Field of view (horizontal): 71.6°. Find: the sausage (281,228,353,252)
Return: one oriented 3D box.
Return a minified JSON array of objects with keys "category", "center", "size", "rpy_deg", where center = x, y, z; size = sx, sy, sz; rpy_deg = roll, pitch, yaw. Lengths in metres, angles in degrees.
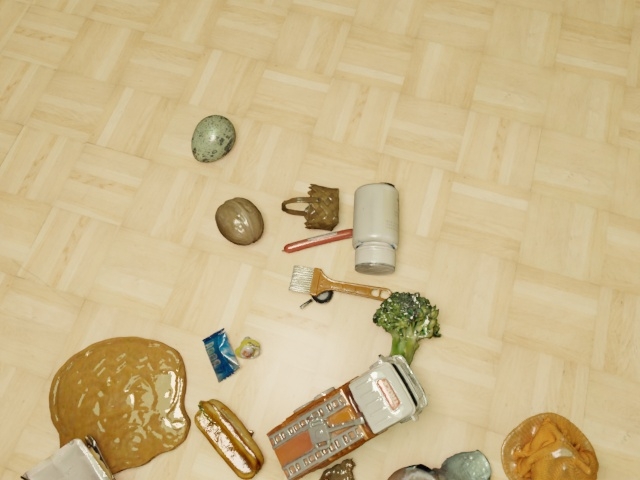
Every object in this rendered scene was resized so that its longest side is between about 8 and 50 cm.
[{"category":"sausage","center":[0.000,0.000,1.400],"size":[0.253,0.034,0.034],"rpy_deg":[-13,72,-2]}]

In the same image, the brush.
[{"category":"brush","center":[0.065,0.140,1.340],"size":[0.314,0.017,0.090],"rpy_deg":[11,70,2]}]

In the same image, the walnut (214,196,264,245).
[{"category":"walnut","center":[-0.249,-0.058,1.375],"size":[0.140,0.140,0.162],"rpy_deg":[-33,85,-8]}]

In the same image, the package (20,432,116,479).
[{"category":"package","center":[-0.582,0.669,1.125],"size":[0.311,0.221,0.165],"rpy_deg":[47,49,9]}]

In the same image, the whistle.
[{"category":"whistle","center":[0.293,0.651,1.135],"size":[0.348,0.189,0.189],"rpy_deg":[-15,71,-26]}]

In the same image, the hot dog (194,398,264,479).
[{"category":"hot dog","center":[-0.250,0.533,1.218],"size":[0.250,0.076,0.104],"rpy_deg":[42,97,17]}]

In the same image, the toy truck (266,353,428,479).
[{"category":"toy truck","center":[0.066,0.446,1.119],"size":[0.387,0.207,0.173],"rpy_deg":[-35,70,12]}]

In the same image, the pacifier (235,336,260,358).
[{"category":"pacifier","center":[-0.210,0.310,1.300],"size":[0.068,0.083,0.064],"rpy_deg":[25,28,-23]}]

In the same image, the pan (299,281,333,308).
[{"category":"pan","center":[-0.015,0.173,1.347],"size":[0.115,0.023,0.068],"rpy_deg":[-32,75,-12]}]

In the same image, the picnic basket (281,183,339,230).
[{"category":"picnic basket","center":[-0.033,-0.106,1.384],"size":[0.178,0.128,0.138],"rpy_deg":[4,70,-7]}]

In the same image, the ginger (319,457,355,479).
[{"category":"ginger","center":[0.094,0.723,1.139],"size":[0.122,0.084,0.290],"rpy_deg":[-21,65,-2]}]

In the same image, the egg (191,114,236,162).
[{"category":"egg","center":[-0.357,-0.334,1.469],"size":[0.132,0.132,0.172],"rpy_deg":[36,88,12]}]

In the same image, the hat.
[{"category":"hat","center":[0.614,0.555,1.095],"size":[0.244,0.233,0.233],"rpy_deg":[29,76,12]}]

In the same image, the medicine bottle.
[{"category":"medicine bottle","center":[0.168,-0.032,1.347],"size":[0.143,0.143,0.258],"rpy_deg":[3,71,3]}]

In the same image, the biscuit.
[{"category":"biscuit","center":[-0.571,0.457,1.256],"size":[0.385,0.062,0.365],"rpy_deg":[-13,73,-2]}]

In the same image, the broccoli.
[{"category":"broccoli","center":[0.251,0.278,1.271],"size":[0.198,0.177,0.275],"rpy_deg":[-14,102,-37]}]

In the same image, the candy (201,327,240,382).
[{"category":"candy","center":[-0.290,0.334,1.294],"size":[0.088,0.038,0.136],"rpy_deg":[-30,74,13]}]
